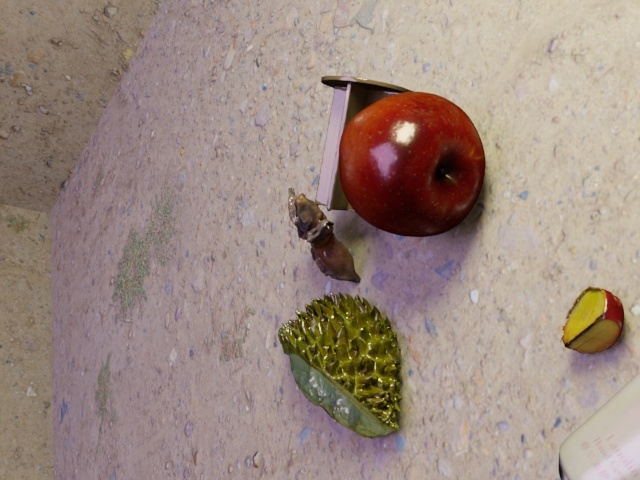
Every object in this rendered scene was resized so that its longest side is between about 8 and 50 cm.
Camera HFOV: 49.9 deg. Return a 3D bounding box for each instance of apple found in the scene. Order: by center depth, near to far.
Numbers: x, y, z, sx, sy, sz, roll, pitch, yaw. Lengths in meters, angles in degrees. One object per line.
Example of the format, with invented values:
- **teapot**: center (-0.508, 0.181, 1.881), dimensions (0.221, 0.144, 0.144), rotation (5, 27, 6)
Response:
- **apple**: center (0.136, -0.115, 1.038), dimensions (0.201, 0.218, 0.218), rotation (17, 94, 63)

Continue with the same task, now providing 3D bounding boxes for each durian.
- **durian**: center (0.028, 0.205, 1.222), dimensions (0.394, 0.163, 0.198), rotation (10, 127, 59)

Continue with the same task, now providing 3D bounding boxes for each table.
- **table**: center (0.065, -0.160, 1.211), dimensions (0.167, 0.167, 0.226), rotation (17, 100, 55)

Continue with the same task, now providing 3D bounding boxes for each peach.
- **peach**: center (0.335, 0.102, 0.835), dimensions (0.083, 0.050, 0.077), rotation (-65, 13, 2)

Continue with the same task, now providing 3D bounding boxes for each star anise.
- **star anise**: center (-0.009, -0.011, 1.243), dimensions (0.063, 0.208, 0.172), rotation (-36, 50, -6)

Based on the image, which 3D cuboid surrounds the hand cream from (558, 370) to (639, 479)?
- **hand cream**: center (0.401, 0.159, 0.687), dimensions (0.358, 0.118, 0.185), rotation (-51, 43, 24)
